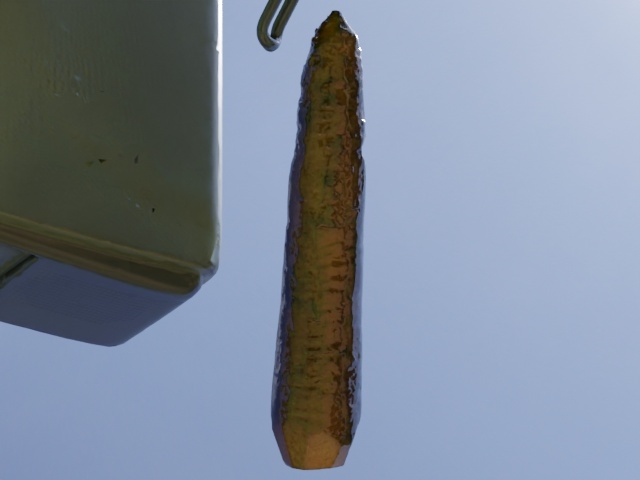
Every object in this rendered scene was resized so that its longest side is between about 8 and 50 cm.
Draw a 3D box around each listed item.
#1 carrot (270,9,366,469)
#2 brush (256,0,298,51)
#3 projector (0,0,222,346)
[{"bbox_3d":[0.000,0.000,1.012,0.066,0.066,0.314,0,-83,-9],"label":"carrot"},{"bbox_3d":[0.022,-0.230,0.831,0.027,0.062,0.266,34,-76,24],"label":"brush"},{"bbox_3d":[-0.157,-0.086,0.463,0.269,0.088,0.193,23,-128,-34],"label":"projector"}]
